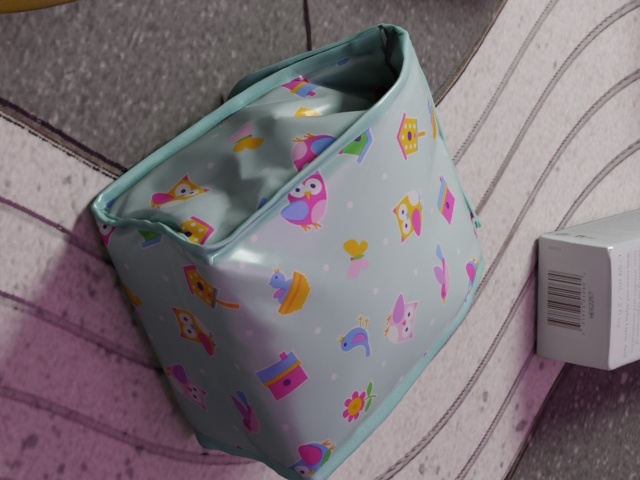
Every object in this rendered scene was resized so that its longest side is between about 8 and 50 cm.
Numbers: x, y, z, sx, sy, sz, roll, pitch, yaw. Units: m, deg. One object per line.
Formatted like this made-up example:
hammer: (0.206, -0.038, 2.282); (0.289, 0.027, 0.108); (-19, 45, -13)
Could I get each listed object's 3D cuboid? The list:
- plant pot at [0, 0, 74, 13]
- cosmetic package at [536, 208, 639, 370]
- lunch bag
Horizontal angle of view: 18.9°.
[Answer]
plant pot: (-0.198, -0.184, 1.113); (0.095, 0.134, 0.134); (-29, 122, -12)
cosmetic package: (0.294, 0.038, 1.759); (0.231, 0.085, 0.117); (-14, 109, -46)
lunch bag: (0.000, 0.000, 1.347); (0.262, 0.160, 0.223); (-43, 127, -29)
